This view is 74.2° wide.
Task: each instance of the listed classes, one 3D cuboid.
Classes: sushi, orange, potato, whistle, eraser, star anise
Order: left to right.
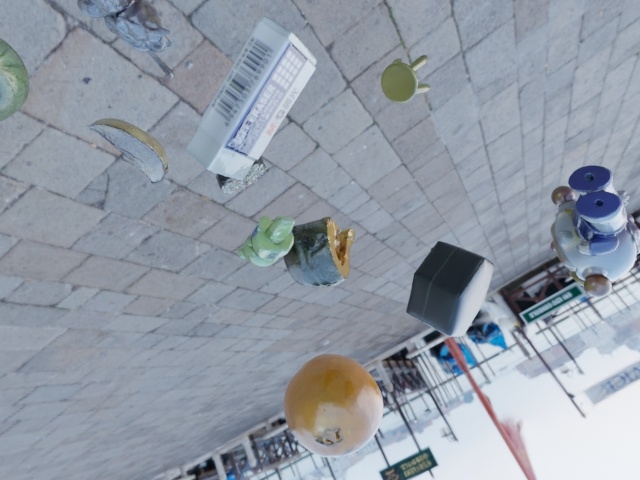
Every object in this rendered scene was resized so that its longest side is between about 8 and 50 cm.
[{"bbox_3d":[-0.467,-0.535,0.998,0.139,0.316,0.359,-43,120,-5],"label":"star anise"},{"bbox_3d":[-0.501,-0.277,1.192,0.120,0.100,0.261,-6,149,18],"label":"potato"},{"bbox_3d":[-0.232,-0.196,1.221,0.150,0.078,0.090,-30,163,14],"label":"sushi"},{"bbox_3d":[-0.128,-0.255,0.795,0.279,0.081,0.124,-55,161,12],"label":"eraser"},{"bbox_3d":[-0.113,-0.002,0.938,0.105,0.085,0.227,0,158,-25],"label":"whistle"},{"bbox_3d":[0.039,0.510,1.324,0.312,0.312,0.312,-22,154,-11],"label":"orange"}]

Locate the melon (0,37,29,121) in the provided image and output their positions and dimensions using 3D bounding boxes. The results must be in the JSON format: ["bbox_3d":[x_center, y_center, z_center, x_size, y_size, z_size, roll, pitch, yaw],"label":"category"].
[{"bbox_3d":[-0.435,-0.199,0.520,0.167,0.114,0.114,5,168,27],"label":"melon"}]

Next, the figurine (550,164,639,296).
[{"bbox_3d":[0.442,-0.030,0.687,0.133,0.194,0.274,-17,129,22],"label":"figurine"}]

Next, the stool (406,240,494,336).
[{"bbox_3d":[0.323,0.121,1.057,0.232,0.141,0.232,-33,136,-39],"label":"stool"}]

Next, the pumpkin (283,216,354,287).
[{"bbox_3d":[-0.001,0.000,1.161,0.139,0.280,0.190,-16,121,19],"label":"pumpkin"}]

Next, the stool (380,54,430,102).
[{"bbox_3d":[0.244,-0.462,1.209,0.110,0.135,0.134,-41,174,-42],"label":"stool"}]
